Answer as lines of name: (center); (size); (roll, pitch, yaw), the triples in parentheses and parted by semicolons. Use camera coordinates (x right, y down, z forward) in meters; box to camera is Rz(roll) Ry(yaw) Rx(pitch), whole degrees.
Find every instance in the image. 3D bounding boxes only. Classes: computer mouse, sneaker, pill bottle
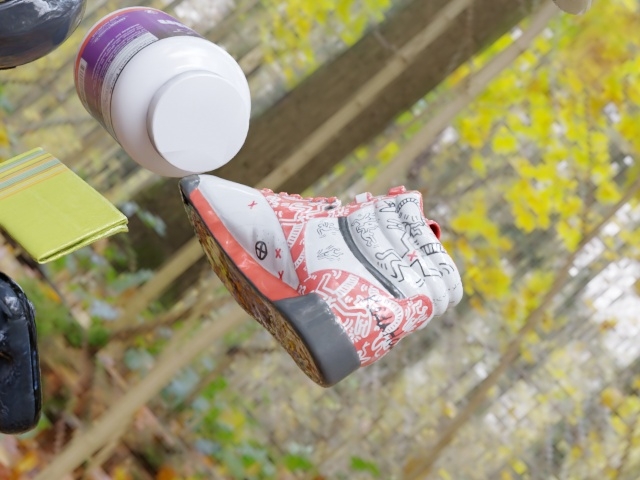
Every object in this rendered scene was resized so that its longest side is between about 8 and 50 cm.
computer mouse: (-0.253, -0.100, 0.886); (0.071, 0.242, 0.041); (-137, -155, -73)
sneaker: (0.001, 0.001, 1.128); (0.270, 0.145, 0.090); (44, -21, 51)
pill bottle: (-0.203, -0.192, 1.901); (0.181, 0.181, 0.323); (54, -7, -29)

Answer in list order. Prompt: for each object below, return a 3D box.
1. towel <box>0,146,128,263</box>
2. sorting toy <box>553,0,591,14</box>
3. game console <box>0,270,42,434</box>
towel: (-0.289, -0.036, 1.503); (0.237, 0.102, 0.021); (33, -35, 52)
sorting toy: (0.145, -0.263, 1.210); (0.196, 0.047, 0.347); (50, 7, 6)
game console: (-0.295, 0.036, 0.942); (0.361, 0.044, 0.213); (21, -50, 38)
